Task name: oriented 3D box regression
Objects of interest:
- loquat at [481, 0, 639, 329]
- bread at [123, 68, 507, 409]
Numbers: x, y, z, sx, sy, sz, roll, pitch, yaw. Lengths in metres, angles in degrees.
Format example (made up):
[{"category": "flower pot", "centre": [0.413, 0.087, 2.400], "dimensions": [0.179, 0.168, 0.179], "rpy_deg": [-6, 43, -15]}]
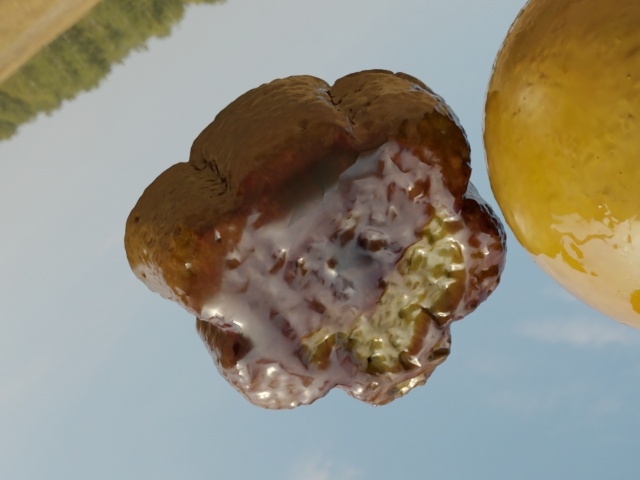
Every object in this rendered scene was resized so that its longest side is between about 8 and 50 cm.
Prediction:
[{"category": "loquat", "centre": [0.228, -0.064, 0.527], "dimensions": [0.263, 0.263, 0.263], "rpy_deg": [-32, -160, 13]}, {"category": "bread", "centre": [0.012, 0.005, 0.604], "dimensions": [0.247, 0.232, 0.135], "rpy_deg": [-38, -160, -2]}]
